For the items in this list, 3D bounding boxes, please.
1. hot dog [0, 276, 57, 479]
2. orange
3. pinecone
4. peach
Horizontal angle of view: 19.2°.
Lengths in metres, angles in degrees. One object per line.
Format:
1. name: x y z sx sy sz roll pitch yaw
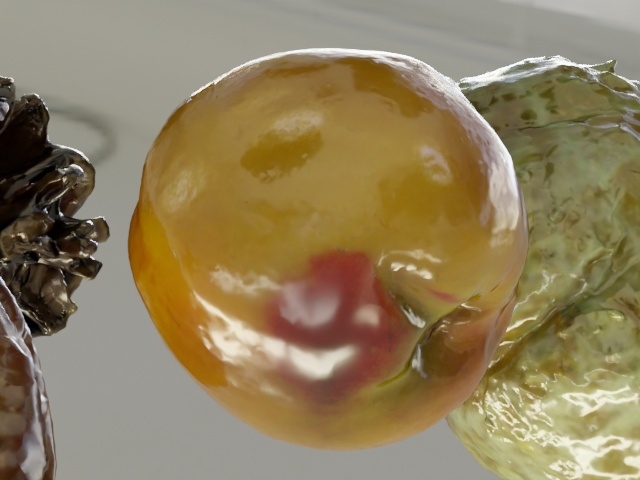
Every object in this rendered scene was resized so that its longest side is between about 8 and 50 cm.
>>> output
1. hot dog: -0.269 0.123 0.747 0.267 0.387 0.174 41 153 -16
2. orange: 0.159 -0.005 1.326 0.271 0.210 0.368 -32 -142 6
3. pinecone: -0.265 -0.006 1.148 0.257 0.243 0.243 37 -150 14
4. peach: 0.000 0.000 0.643 0.138 0.138 0.138 8 -158 -3
